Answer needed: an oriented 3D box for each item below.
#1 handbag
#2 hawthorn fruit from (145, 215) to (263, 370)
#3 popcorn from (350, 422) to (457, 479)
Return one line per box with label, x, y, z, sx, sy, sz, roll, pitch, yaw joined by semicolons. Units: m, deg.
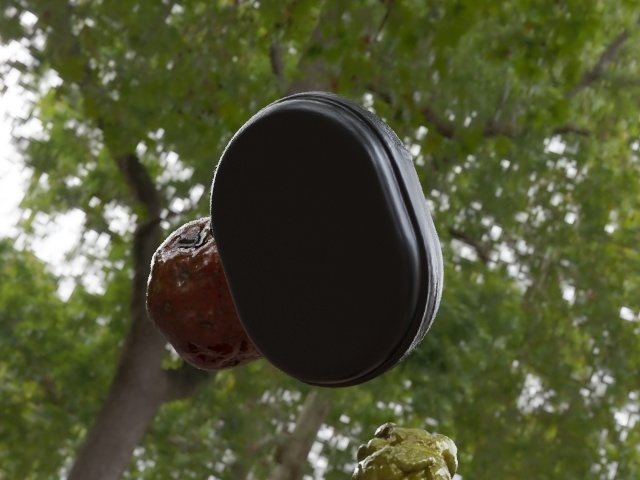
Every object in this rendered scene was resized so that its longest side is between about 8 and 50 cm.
handbag;0.001;0.000;1.279;0.254;0.308;0.093;-24;-10;35
hawthorn fruit;-0.139;0.082;1.934;0.261;0.258;0.258;17;-26;16
popcorn;0.146;0.402;2.012;0.200;0.203;0.226;35;-31;26
